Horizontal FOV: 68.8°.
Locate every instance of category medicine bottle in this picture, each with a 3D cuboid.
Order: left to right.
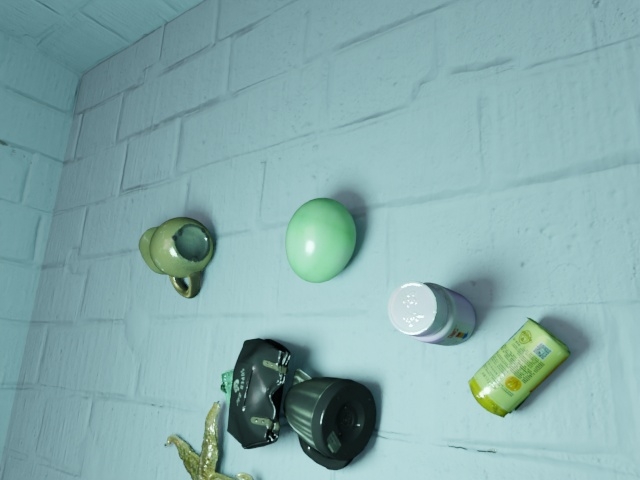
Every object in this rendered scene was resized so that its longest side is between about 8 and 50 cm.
[{"bbox_3d":[0.282,0.185,1.179,0.152,0.254,0.152,-13,68,34],"label":"medicine bottle"},{"bbox_3d":[0.459,0.305,1.101,0.239,0.124,0.124,-52,53,13],"label":"medicine bottle"}]

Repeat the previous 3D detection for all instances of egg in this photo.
[{"bbox_3d":[0.000,0.000,1.468,0.220,0.220,0.269,11,95,38],"label":"egg"}]

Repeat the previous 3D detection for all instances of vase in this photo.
[{"bbox_3d":[-0.575,0.079,1.893,0.302,0.241,0.329,-15,93,45],"label":"vase"}]

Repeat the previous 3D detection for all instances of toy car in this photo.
[{"bbox_3d":[-0.268,0.546,1.587,0.090,0.076,0.224,-22,83,32],"label":"toy car"}]

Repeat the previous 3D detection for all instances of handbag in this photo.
[{"bbox_3d":[-0.179,0.463,1.425,0.288,0.152,0.342,-28,51,60],"label":"handbag"}]

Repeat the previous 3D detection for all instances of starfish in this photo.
[{"bbox_3d":[-0.379,0.746,1.585,0.432,0.082,0.324,44,116,38],"label":"starfish"}]

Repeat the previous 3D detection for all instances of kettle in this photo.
[{"bbox_3d":[0.007,0.501,1.353,0.271,0.251,0.207,-2,40,50],"label":"kettle"}]
